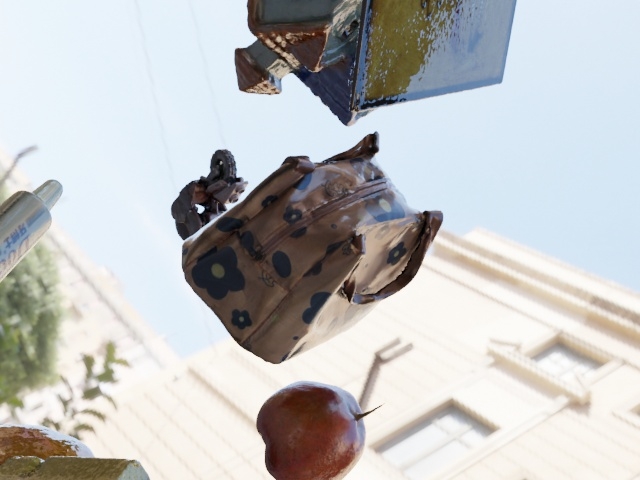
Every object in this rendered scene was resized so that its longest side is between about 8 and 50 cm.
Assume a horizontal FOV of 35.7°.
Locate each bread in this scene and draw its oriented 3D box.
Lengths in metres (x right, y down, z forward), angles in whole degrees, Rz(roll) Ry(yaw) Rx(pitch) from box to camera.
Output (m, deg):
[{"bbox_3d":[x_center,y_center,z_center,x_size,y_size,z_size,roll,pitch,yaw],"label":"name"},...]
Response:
[{"bbox_3d":[-0.219,0.219,0.817,0.226,0.049,0.088,-7,-59,36],"label":"bread"}]

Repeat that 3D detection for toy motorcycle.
[{"bbox_3d":[-0.177,-0.048,1.606,0.122,0.082,0.213,58,-42,19],"label":"toy motorcycle"}]

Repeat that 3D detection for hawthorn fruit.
[{"bbox_3d":[-0.002,0.218,1.101,0.125,0.140,0.125,3,90,-89],"label":"hawthorn fruit"}]

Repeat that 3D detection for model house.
[{"bbox_3d":[0.019,-0.295,1.356,0.252,0.329,0.295,51,9,18],"label":"model house"}]

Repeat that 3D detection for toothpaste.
[{"bbox_3d":[-0.201,0.028,0.541,0.029,0.197,0.048,13,-46,20],"label":"toothpaste"}]

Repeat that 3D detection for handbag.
[{"bbox_3d":[0.000,0.000,1.098,0.190,0.251,0.193,50,-58,12],"label":"handbag"}]

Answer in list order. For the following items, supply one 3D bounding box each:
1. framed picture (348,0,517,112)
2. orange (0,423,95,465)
[{"bbox_3d":[0.113,-0.277,0.771,0.014,0.255,0.339,18,-68,31],"label":"framed picture"},{"bbox_3d":[-0.355,0.321,1.087,0.249,0.249,0.183,53,-8,23],"label":"orange"}]
